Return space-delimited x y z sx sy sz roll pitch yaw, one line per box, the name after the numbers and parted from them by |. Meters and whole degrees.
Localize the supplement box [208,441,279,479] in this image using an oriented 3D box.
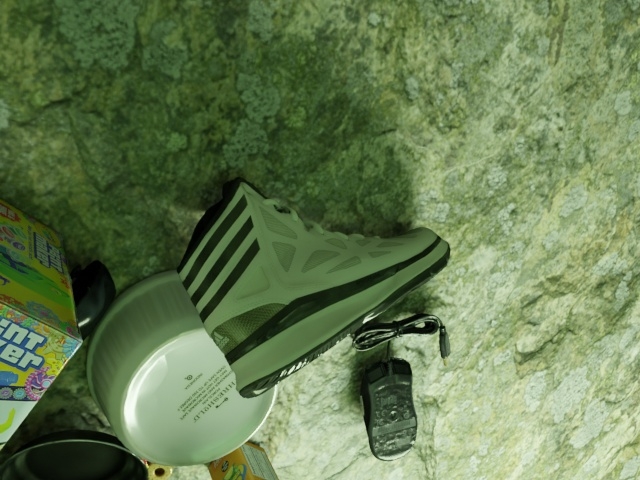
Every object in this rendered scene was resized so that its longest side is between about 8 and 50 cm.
-0.095 0.399 0.909 0.080 0.233 0.078 35 92 -29 | supplement box

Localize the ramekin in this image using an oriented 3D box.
-0.179 0.185 0.844 0.272 0.127 0.273 -10 113 -23 | ramekin

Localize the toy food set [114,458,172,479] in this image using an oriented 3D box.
-0.272 0.345 0.924 0.082 0.020 0.083 -27 120 -15 | toy food set

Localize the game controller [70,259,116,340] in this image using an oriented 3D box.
-0.359 0.163 0.722 0.067 0.166 0.319 37 90 -8 | game controller

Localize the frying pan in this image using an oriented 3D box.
-0.397 0.346 0.843 0.325 0.053 0.197 -22 131 6 | frying pan

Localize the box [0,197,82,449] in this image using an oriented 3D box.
-0.403 0.106 0.604 0.177 0.290 0.279 38 90 -32 | box

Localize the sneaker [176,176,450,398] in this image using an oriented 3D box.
0.000 0.000 0.838 0.447 0.169 0.258 -25 78 -48 | sneaker

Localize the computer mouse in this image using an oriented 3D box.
0.148 0.249 1.079 0.183 0.060 0.262 -14 104 -17 | computer mouse
